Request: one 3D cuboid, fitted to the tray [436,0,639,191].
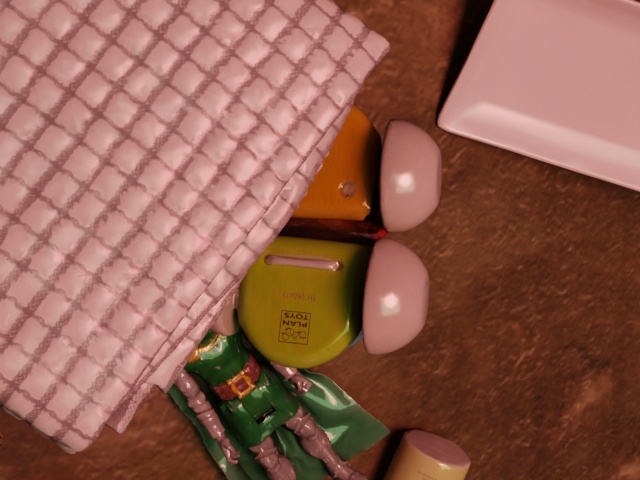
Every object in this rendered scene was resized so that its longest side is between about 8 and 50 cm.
[{"bbox_3d":[0.239,-0.116,0.811,0.271,0.030,0.145,16,122,-13],"label":"tray"}]

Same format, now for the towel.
[{"bbox_3d":[-0.134,-0.057,0.573,0.235,0.121,0.283,36,84,-13],"label":"towel"}]

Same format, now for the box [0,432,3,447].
[{"bbox_3d":[-0.284,0.064,0.530,0.164,0.201,0.021,62,31,-29],"label":"box"}]

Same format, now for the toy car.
[{"bbox_3d":[0.000,0.000,0.706,0.136,0.159,0.181,54,42,-73],"label":"toy car"}]

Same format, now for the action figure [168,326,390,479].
[{"bbox_3d":[-0.050,0.118,0.760,0.137,0.063,0.232,-41,119,-10],"label":"action figure"}]

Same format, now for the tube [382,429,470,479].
[{"bbox_3d":[0.053,0.279,0.881,0.070,0.062,0.240,22,101,8],"label":"tube"}]
